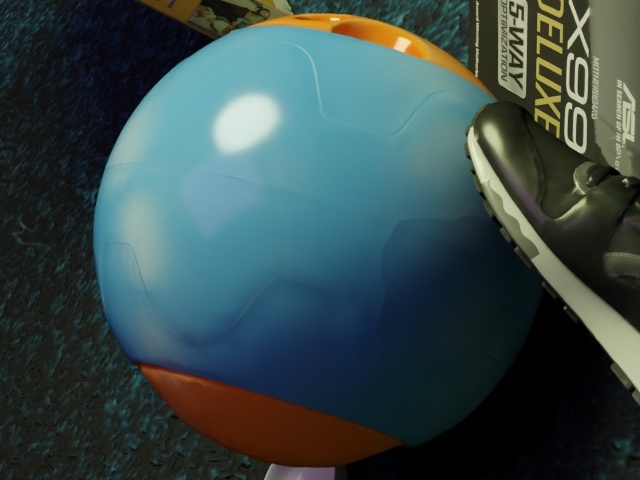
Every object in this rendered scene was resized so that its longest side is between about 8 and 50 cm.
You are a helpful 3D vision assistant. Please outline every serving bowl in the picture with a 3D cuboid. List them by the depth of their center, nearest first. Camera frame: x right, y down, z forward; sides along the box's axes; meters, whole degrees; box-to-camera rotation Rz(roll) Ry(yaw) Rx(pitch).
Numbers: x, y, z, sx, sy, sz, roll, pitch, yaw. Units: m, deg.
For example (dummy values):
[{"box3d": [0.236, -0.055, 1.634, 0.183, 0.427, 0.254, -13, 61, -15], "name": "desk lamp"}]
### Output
[{"box3d": [-0.008, 0.180, 1.216, 0.083, 0.027, 0.083, -32, 44, 38], "name": "serving bowl"}]

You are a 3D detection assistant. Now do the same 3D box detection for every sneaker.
[{"box3d": [0.199, 0.014, 0.927, 0.124, 0.107, 0.283, -42, 71, 15], "name": "sneaker"}]

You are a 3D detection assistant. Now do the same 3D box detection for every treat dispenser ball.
[{"box3d": [0.000, 0.000, 1.094, 0.288, 0.288, 0.288, -33, 43, 37], "name": "treat dispenser ball"}]

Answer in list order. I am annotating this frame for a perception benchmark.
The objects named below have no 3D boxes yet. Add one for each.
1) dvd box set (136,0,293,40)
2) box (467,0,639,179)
[{"box3d": [-0.237, -0.338, 1.543, 0.062, 0.420, 0.308, -52, 33, 23], "name": "dvd box set"}, {"box3d": [0.171, -0.198, 1.034, 0.242, 0.076, 0.307, -135, 39, -61], "name": "box"}]
